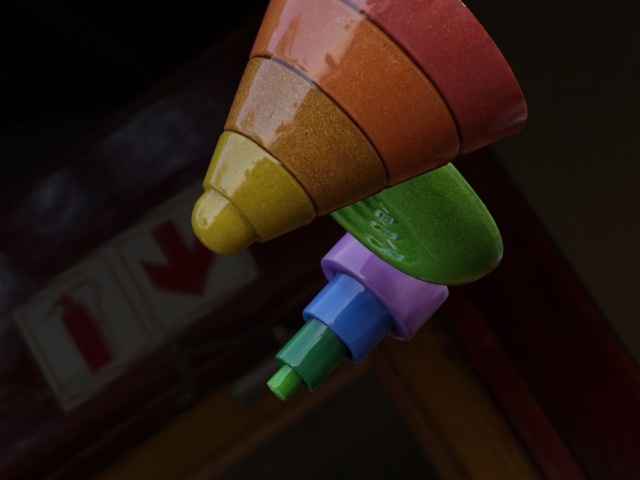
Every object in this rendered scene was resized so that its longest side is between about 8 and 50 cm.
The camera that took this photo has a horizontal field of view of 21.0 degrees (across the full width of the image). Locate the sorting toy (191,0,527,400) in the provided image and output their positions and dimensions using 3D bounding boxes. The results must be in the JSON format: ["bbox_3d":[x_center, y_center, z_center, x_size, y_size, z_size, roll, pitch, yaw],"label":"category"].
[{"bbox_3d":[0.000,0.000,0.789,0.126,0.127,0.365,-47,-15,-14],"label":"sorting toy"}]
